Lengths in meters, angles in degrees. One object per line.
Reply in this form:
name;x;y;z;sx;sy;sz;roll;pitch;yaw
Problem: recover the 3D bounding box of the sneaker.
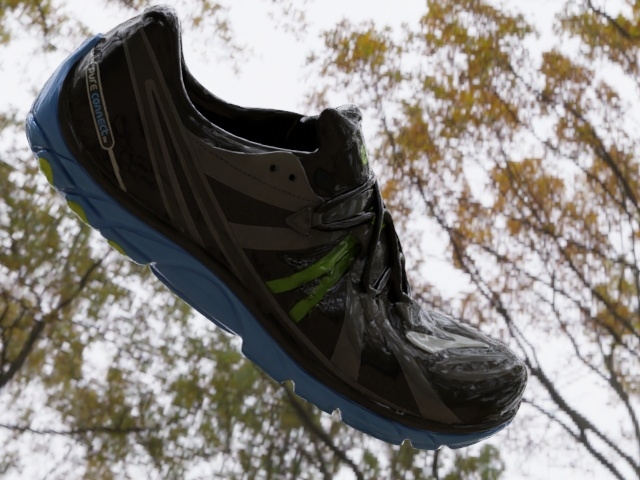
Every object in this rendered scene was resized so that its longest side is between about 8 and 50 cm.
sneaker;0.000;0.000;0.338;0.188;0.067;0.078;39;-82;-16
